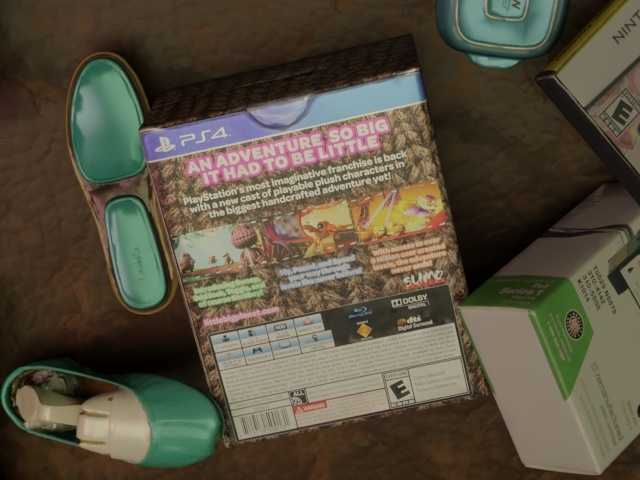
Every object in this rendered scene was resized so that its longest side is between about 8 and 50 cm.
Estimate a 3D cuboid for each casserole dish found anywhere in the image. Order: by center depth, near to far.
[{"bbox_3d":[0.159,-0.233,1.251,0.114,0.037,0.188,6,109,0],"label":"casserole dish"}]

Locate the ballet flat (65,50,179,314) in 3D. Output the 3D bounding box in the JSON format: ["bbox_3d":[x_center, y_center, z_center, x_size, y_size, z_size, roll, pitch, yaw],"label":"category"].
[{"bbox_3d":[-0.171,-0.051,1.303,0.080,0.073,0.232,-6,102,8],"label":"ballet flat"}]

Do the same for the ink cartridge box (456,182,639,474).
[{"bbox_3d":[0.237,0.067,1.254,0.219,0.092,0.160,-37,111,-33],"label":"ink cartridge box"}]

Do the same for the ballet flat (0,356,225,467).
[{"bbox_3d":[-0.193,0.154,1.293,0.247,0.087,0.083,7,101,43],"label":"ballet flat"}]

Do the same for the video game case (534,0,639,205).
[{"bbox_3d":[0.347,-0.117,1.231,0.248,0.035,0.275,-45,103,-12],"label":"video game case"}]

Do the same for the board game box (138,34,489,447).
[{"bbox_3d":[0.000,0.000,1.277,0.232,0.141,0.291,-12,108,5],"label":"board game box"}]
